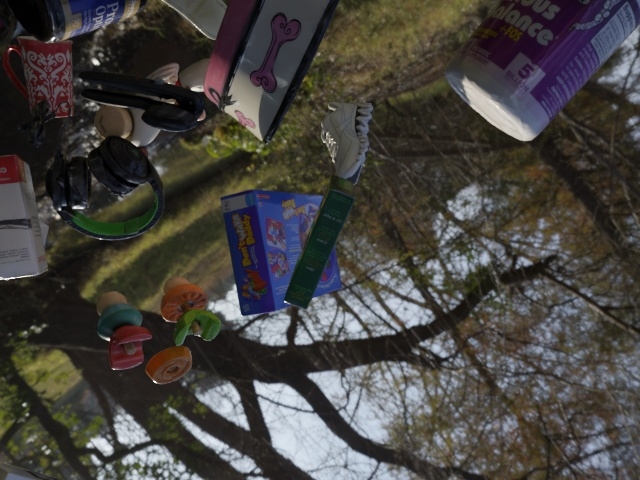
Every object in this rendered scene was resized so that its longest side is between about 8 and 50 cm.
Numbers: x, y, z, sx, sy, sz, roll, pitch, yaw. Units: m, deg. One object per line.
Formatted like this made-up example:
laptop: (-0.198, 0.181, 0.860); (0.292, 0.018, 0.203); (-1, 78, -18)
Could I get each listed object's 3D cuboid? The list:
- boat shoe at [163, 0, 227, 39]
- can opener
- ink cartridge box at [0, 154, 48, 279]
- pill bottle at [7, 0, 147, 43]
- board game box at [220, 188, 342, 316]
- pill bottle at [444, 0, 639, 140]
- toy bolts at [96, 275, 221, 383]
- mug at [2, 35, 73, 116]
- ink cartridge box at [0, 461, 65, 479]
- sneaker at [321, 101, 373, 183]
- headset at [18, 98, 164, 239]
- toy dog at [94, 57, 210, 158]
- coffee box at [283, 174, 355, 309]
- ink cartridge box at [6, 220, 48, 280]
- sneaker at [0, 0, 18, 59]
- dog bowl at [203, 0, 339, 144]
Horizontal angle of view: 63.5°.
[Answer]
boat shoe: (-0.338, -0.614, 1.202); (0.127, 0.113, 0.340); (-51, 150, 7)
can opener: (-0.245, -0.198, 0.703); (0.073, 0.186, 0.059); (-51, 159, -64)
ink cartridge box: (-0.734, -0.049, 1.215); (0.114, 0.272, 0.197); (-11, -175, -22)
pill bottle: (-0.337, -0.384, 0.765); (0.219, 0.122, 0.123); (-42, -171, -37)
board game box: (-0.068, 0.017, 1.123); (0.078, 0.233, 0.347); (-11, 177, 24)
pill bottle: (0.332, -0.304, 0.717); (0.301, 0.169, 0.169); (-50, -175, 13)
toy bolts: (-0.366, 0.184, 1.099); (0.229, 0.158, 0.218); (3, 129, -45)
mug: (-0.646, -0.384, 1.209); (0.150, 0.169, 0.113); (16, -155, 25)
ink cartridge box: (-0.326, 0.304, 0.549); (0.060, 0.180, 0.104); (0, -122, 38)
sneaker: (0.053, -0.233, 1.222); (0.292, 0.118, 0.110); (-82, -171, -46)
headset: (-0.511, -0.135, 1.162); (0.244, 0.394, 0.185); (-19, -135, 1)
toy dog: (-0.376, -0.295, 1.250); (0.334, 0.161, 0.220); (-18, -165, 32)
coffee box: (0.000, 0.000, 0.775); (0.113, 0.040, 0.184); (-82, -166, -73)
ink cartridge box: (-0.916, 0.025, 1.571); (0.181, 0.061, 0.104); (-41, -142, 10)
sneaker: (-0.543, -0.309, 0.752); (0.185, 0.202, 0.483); (-19, -158, 41)
dog bowl: (-0.078, -0.389, 0.932); (0.408, 0.150, 0.408); (-60, -165, 26)
